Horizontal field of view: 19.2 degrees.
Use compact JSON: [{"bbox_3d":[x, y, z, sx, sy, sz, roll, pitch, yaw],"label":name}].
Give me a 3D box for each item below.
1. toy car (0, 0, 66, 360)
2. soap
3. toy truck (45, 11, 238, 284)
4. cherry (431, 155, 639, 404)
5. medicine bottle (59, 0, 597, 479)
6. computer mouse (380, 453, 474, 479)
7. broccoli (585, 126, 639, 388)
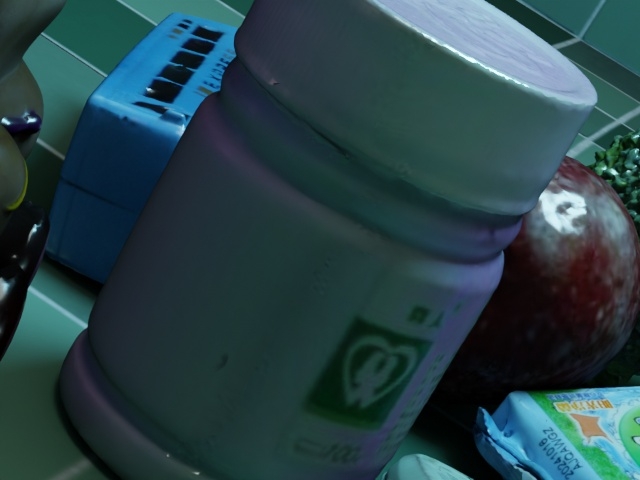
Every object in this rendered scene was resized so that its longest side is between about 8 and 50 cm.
[{"bbox_3d":[-0.262,-0.085,1.098,0.271,0.240,0.340,24,16,-12],"label":"toy car"},{"bbox_3d":[0.256,0.173,1.397,0.293,0.077,0.156,-1,32,-30],"label":"soap"},{"bbox_3d":[-0.096,-0.066,1.469,0.162,0.161,0.385,18,19,0],"label":"toy truck"},{"bbox_3d":[0.138,0.027,1.470,0.300,0.230,0.203,11,67,-70],"label":"cherry"},{"bbox_3d":[0.000,0.000,1.143,0.212,0.325,0.212,26,17,-9],"label":"medicine bottle"},{"bbox_3d":[0.107,0.221,1.092,0.159,0.097,0.288,30,4,-15],"label":"computer mouse"},{"bbox_3d":[0.341,0.057,1.634,0.302,0.375,0.249,40,52,-34],"label":"broccoli"}]
